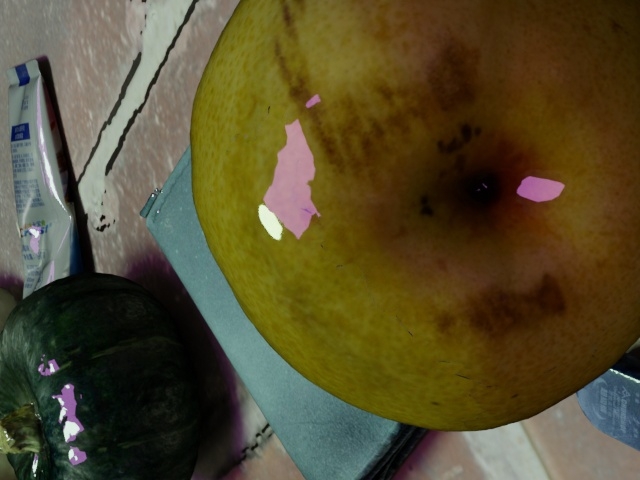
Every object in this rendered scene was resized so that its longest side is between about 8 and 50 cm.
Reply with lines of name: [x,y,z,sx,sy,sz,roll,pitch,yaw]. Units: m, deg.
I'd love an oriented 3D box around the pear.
pear: [0.046,-0.030,0.533,0.209,0.208,0.209,33,131,47]

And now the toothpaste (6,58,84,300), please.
toothpaste: [-0.243,-0.022,1.156,0.096,0.061,0.266,0,98,60]

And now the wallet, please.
wallet: [-0.001,0.001,0.765,0.251,0.054,0.290,56,144,23]

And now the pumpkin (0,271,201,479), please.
pumpkin: [-0.178,0.130,1.018,0.211,0.152,0.212,176,90,-69]

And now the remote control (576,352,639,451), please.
remote control: [0.172,0.085,0.556,0.152,0.027,0.044,27,121,49]

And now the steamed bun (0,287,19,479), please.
steamed bun: [-0.391,0.217,1.340,0.324,0.219,0.310,-19,88,60]
